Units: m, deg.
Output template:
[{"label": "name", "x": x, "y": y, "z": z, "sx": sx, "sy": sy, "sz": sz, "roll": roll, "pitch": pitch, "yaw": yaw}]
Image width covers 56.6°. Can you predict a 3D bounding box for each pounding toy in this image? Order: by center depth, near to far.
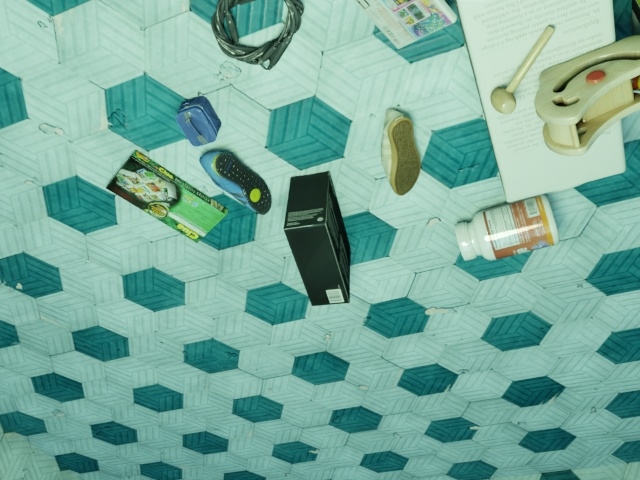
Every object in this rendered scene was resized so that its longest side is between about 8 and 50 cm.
[{"label": "pounding toy", "x": 0.407, "y": -0.243, "z": 0.925, "sx": 0.270, "sy": 0.154, "sz": 0.155, "roll": -19, "pitch": 130, "yaw": 18}]

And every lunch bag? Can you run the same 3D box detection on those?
[{"label": "lunch bag", "x": -0.258, "y": -0.251, "z": 1.252, "sx": 0.067, "sy": 0.065, "sz": 0.098, "roll": -16, "pitch": 131, "yaw": 18}]

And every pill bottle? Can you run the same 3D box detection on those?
[{"label": "pill bottle", "x": 0.430, "y": -0.022, "z": 1.380, "sx": 0.216, "sy": 0.121, "sz": 0.121, "roll": -16, "pitch": 130, "yaw": 19}]

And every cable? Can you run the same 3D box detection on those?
[{"label": "cable", "x": -0.116, "y": -0.414, "z": 1.107, "sx": 0.151, "sy": 0.047, "sz": 0.184, "roll": 29, "pitch": 132, "yaw": -15}]

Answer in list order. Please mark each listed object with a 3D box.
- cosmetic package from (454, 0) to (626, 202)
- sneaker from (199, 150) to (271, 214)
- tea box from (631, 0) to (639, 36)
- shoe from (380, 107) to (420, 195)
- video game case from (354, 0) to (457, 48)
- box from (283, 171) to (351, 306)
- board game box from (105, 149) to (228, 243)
[{"label": "cosmetic package", "x": 0.400, "y": -0.307, "z": 1.082, "sx": 0.230, "sy": 0.161, "sz": 0.453, "roll": -15, "pitch": 130, "yaw": 16}, {"label": "sneaker", "x": -0.194, "y": -0.134, "z": 1.371, "sx": 0.082, "sy": 0.069, "sz": 0.209, "roll": 9, "pitch": 155, "yaw": 44}, {"label": "tea box", "x": 0.673, "y": -0.405, "z": 0.883, "sx": 0.329, "sy": 0.220, "sz": 0.323, "roll": -16, "pitch": 146, "yaw": 17}, {"label": "shoe", "x": 0.171, "y": -0.190, "z": 1.292, "sx": 0.077, "sy": 0.058, "sz": 0.219, "roll": -26, "pitch": 138, "yaw": -13}, {"label": "video game case", "x": 0.140, "y": -0.419, "z": 1.049, "sx": 0.157, "sy": 0.019, "sz": 0.143, "roll": 38, "pitch": 155, "yaw": -28}, {"label": "box", "x": 0.000, "y": 0.000, "z": 1.391, "sx": 0.103, "sy": 0.184, "sz": 0.261, "roll": -6, "pitch": 133, "yaw": 13}, {"label": "board game box", "x": -0.367, "y": -0.100, "z": 1.431, "sx": 0.260, "sy": 0.030, "sz": 0.136, "roll": 35, "pitch": 125, "yaw": -25}]
